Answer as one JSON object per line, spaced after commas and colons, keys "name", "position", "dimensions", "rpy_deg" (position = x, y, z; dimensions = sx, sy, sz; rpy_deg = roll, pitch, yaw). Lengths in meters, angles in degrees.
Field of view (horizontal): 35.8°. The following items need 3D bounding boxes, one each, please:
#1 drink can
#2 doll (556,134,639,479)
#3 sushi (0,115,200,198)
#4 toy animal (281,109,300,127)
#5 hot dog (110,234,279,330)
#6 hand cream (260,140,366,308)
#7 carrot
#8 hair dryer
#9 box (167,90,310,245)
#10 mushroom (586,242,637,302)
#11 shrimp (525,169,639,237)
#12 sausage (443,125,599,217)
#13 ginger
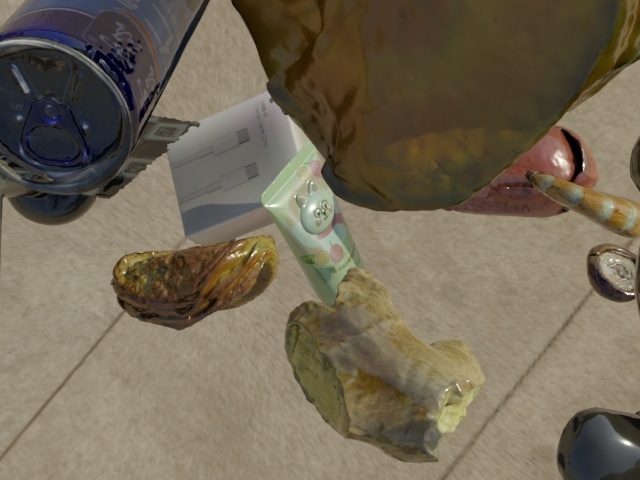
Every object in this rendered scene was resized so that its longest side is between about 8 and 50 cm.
{"name": "drink can", "position": [-0.127, -0.130, 0.601], "dimensions": [0.097, 0.235, 0.097], "rpy_deg": [5, 127, 6]}
{"name": "doll", "position": [0.248, 0.086, 0.478], "dimensions": [0.235, 0.174, 0.329], "rpy_deg": [8, 82, 25]}
{"name": "sushi", "position": [-0.219, -0.095, 0.834], "dimensions": [0.201, 0.139, 0.031], "rpy_deg": [10, 126, 21]}
{"name": "toy animal", "position": [0.018, -0.213, 1.231], "dimensions": [0.166, 0.179, 0.138], "rpy_deg": [35, 71, -6]}
{"name": "hot dog", "position": [-0.171, 0.061, 1.408], "dimensions": [0.259, 0.175, 0.114], "rpy_deg": [-6, 93, 37]}
{"name": "hand cream", "position": [0.000, 0.000, 1.607], "dimensions": [0.147, 0.093, 0.305], "rpy_deg": [-51, 131, -31]}
{"name": "carrot", "position": [0.098, -0.189, 0.521], "dimensions": [0.241, 0.241, 0.341], "rpy_deg": [48, 49, -3]}
{"name": "hair dryer", "position": [-0.466, -0.012, 1.416], "dimensions": [0.156, 0.320, 0.284], "rpy_deg": [21, 106, 9]}
{"name": "box", "position": [-0.133, -0.126, 1.740], "dimensions": [0.252, 0.106, 0.203], "rpy_deg": [-20, 70, 16]}
{"name": "mushroom", "position": [0.501, 0.057, 1.683], "dimensions": [0.123, 0.052, 0.123], "rpy_deg": [11, 48, -13]}
{"name": "shrimp", "position": [0.353, -0.052, 1.330], "dimensions": [0.161, 0.166, 0.049], "rpy_deg": [17, 99, -27]}
{"name": "sausage", "position": [0.279, -0.110, 1.517], "dimensions": [0.280, 0.152, 0.152], "rpy_deg": [2, 88, 7]}
{"name": "ginger", "position": [0.085, 0.155, 1.239], "dimensions": [0.221, 0.130, 0.275], "rpy_deg": [-15, 61, -14]}
